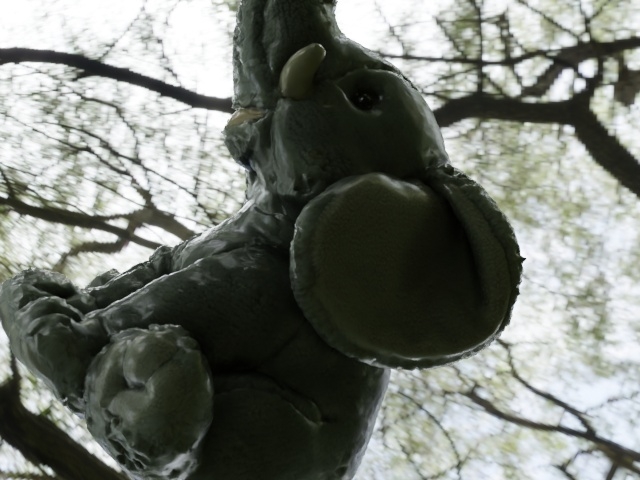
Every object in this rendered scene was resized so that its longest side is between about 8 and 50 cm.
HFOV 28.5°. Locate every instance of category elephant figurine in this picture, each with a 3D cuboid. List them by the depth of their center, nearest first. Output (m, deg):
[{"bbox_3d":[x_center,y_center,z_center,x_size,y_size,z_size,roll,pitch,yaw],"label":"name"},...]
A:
[{"bbox_3d":[0.000,0.000,0.529,0.239,0.169,0.186,-45,-33,-9],"label":"elephant figurine"}]
